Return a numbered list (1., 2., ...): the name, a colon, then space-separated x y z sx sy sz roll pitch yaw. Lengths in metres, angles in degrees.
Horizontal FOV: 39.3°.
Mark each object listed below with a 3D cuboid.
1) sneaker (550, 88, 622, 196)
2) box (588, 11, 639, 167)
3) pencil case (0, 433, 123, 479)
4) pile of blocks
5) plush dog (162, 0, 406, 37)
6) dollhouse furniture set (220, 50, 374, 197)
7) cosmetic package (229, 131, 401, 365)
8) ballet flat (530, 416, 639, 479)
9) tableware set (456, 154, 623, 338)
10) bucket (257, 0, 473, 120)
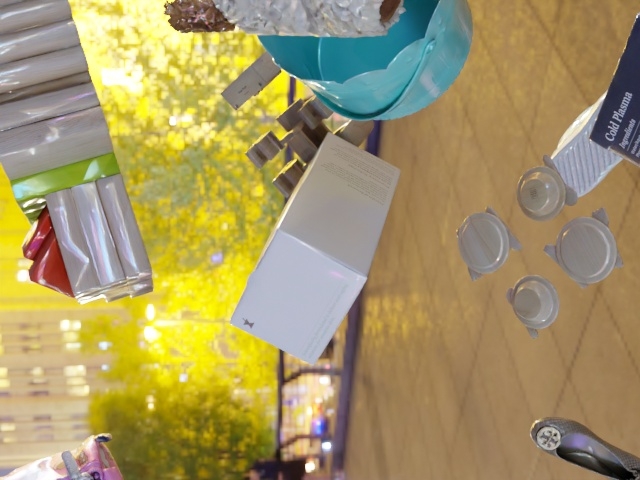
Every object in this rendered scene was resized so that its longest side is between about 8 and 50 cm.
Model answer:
1. sneaker: 0.556 -0.233 1.663 0.366 0.135 0.150 -42 12 44
2. box: 0.508 -0.173 0.897 0.343 0.312 0.179 -43 -25 -27
3. pencil case: -0.438 0.372 1.140 0.160 0.386 0.167 -144 42 -64
4. pile of blocks: -0.234 -0.107 0.708 0.149 0.113 0.362 -150 44 -71
5. plush dog: -0.029 -0.284 0.720 0.262 0.211 0.225 -63 -28 -70
6. dollhouse furniture set: -0.039 -0.244 1.672 0.212 0.242 0.161 -33 15 43
7. cosmetic package: 0.000 0.000 1.438 0.197 0.155 0.365 -60 4 33
8. ballet flat: 0.528 0.420 1.754 0.084 0.250 0.058 -62 3 22
9. tableware set: 0.213 0.006 0.889 0.168 0.020 0.141 -48 61 38
10. bucket: 0.063 -0.301 1.194 0.183 0.281 0.281 29 -126 -61
